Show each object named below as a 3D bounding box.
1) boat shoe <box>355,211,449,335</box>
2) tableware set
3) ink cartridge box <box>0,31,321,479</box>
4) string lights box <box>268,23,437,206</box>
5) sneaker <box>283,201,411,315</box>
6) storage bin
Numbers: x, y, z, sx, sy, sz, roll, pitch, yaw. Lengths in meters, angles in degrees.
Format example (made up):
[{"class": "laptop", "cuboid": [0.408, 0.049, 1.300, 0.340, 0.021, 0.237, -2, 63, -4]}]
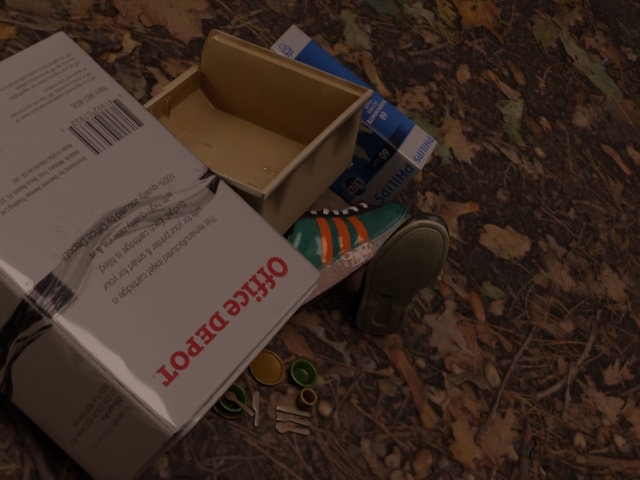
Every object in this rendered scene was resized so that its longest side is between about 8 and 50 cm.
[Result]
[{"class": "boat shoe", "cuboid": [0.097, 0.030, 1.236, 0.084, 0.233, 0.079, 16, 53, -6]}, {"class": "tableware set", "cuboid": [-0.071, 0.168, 1.170, 0.154, 0.024, 0.104, 17, 51, -22]}, {"class": "ink cartridge box", "cuboid": [-0.238, 0.015, 1.020, 0.395, 0.166, 0.285, 43, 42, 1]}, {"class": "string lights box", "cuboid": [0.018, -0.163, 1.389, 0.260, 0.133, 0.077, 38, 45, -4]}, {"class": "sneaker", "cuboid": [0.000, 0.000, 1.279, 0.302, 0.108, 0.121, -32, 84, -42]}, {"class": "storage bin", "cuboid": [-0.116, -0.126, 1.228, 0.260, 0.123, 0.262, 24, 43, 17]}]
